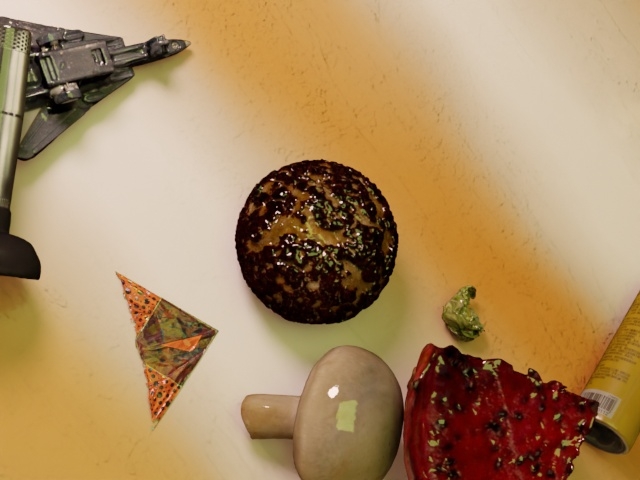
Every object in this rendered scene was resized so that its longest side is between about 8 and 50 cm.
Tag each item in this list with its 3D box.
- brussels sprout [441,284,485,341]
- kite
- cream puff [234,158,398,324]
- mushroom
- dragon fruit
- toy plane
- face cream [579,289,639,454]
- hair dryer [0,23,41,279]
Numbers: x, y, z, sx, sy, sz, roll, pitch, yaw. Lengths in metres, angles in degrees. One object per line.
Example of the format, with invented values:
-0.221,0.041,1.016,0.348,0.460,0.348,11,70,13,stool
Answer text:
0.214,0.113,1.683,0.085,0.058,0.085,34,43,-38,brussels sprout
-0.198,0.136,1.546,0.125,0.008,0.222,-11,81,-25,kite
0.000,0.000,1.568,0.239,0.165,0.239,6,72,-18,cream puff
0.001,0.241,1.515,0.215,0.207,0.207,2,73,16,mushroom
0.178,0.310,1.549,0.286,0.228,0.329,20,88,-20,dragon fruit
-0.309,-0.241,1.544,0.316,0.103,0.204,-19,95,-25,toy plane
0.509,0.163,1.754,0.105,0.105,0.348,39,66,-8,face cream
-0.490,-0.102,1.443,0.284,0.156,0.320,-5,83,23,hair dryer
